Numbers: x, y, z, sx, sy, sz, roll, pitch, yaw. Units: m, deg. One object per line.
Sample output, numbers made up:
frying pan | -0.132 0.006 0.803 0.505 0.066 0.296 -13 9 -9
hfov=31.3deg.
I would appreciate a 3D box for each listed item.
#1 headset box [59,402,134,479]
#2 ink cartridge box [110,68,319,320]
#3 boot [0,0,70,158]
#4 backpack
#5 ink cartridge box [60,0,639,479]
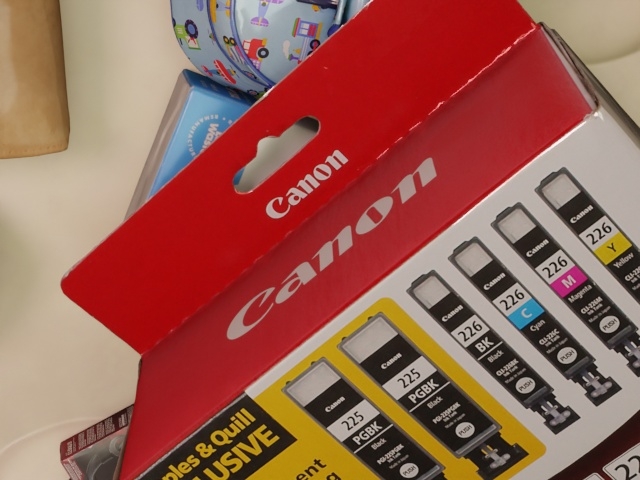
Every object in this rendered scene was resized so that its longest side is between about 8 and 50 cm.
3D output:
headset box | -0.127 0.147 0.750 0.083 0.032 0.062 -28 108 -5
ink cartridge box | 0.000 0.000 0.712 0.231 0.078 0.134 20 101 -16
boot | -0.152 -0.178 0.609 0.236 0.089 0.269 6 110 9
backpack | 0.010 -0.144 0.642 0.173 0.117 0.158 8 104 -26
ink cartridge box | 0.048 0.049 0.603 0.309 0.130 0.272 -40 112 18
